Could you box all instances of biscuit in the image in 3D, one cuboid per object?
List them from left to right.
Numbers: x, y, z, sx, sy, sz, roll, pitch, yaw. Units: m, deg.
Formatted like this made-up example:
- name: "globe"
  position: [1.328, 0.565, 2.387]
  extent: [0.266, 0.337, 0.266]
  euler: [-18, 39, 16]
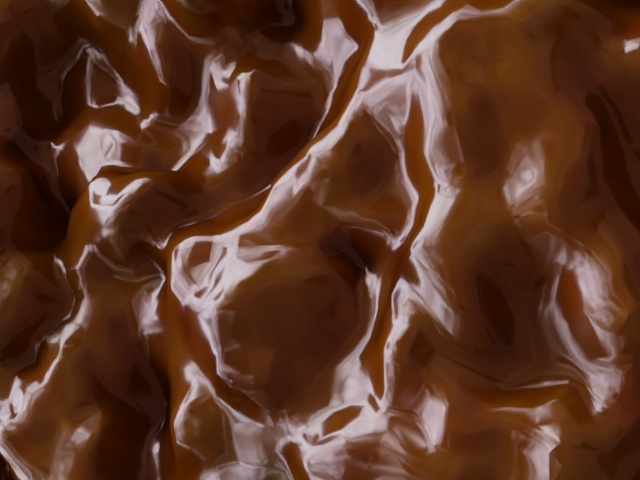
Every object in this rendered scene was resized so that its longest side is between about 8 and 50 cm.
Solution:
- name: "biscuit"
  position: [0.000, 0.000, 0.468]
  extent: [0.110, 0.312, 0.318]
  euler: [25, -138, -57]
